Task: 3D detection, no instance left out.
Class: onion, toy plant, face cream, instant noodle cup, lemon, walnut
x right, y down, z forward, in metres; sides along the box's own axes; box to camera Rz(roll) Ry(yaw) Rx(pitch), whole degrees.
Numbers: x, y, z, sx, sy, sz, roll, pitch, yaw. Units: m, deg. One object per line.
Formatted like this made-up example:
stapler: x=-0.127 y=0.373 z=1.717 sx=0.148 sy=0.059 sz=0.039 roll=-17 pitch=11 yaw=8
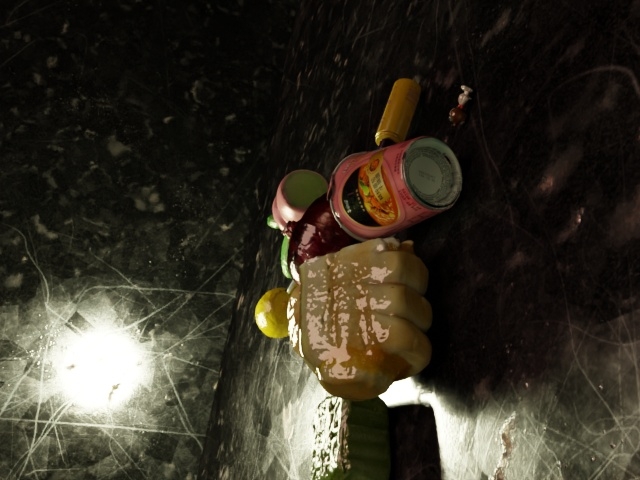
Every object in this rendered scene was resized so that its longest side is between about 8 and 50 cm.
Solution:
onion: x=0.000 y=0.000 z=1.698 sx=0.314 sy=0.232 sz=0.314 roll=25 pitch=-90 yaw=-89
toy plant: x=-0.077 y=-0.073 z=2.077 sx=0.356 sy=0.210 sz=0.317 roll=119 pitch=166 yaw=-61
face cream: x=0.194 y=-0.300 z=1.537 sx=0.078 sy=0.078 sz=0.274 roll=-38 pitch=29 yaw=63
instant noodle cup: x=0.178 y=-0.125 z=1.326 sx=0.255 sy=0.243 sz=0.244 roll=-18 pitch=58 yaw=60
lemon: x=-0.147 y=0.259 z=2.095 sx=0.193 sy=0.180 sz=0.181 roll=82 pitch=-161 yaw=-77
walnut: x=0.018 y=0.203 z=1.535 sx=0.225 sy=0.224 sz=0.261 roll=-94 pitch=23 yaw=-46

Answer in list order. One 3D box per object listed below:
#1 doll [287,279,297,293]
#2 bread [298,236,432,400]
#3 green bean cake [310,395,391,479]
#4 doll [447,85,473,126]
doll: x=-0.022 y=0.044 z=1.992 sx=0.316 sy=0.103 sz=0.146 roll=-60 pitch=27 yaw=24
bread: x=0.108 y=0.185 z=1.272 sx=0.300 sy=0.210 sz=0.342 roll=-23 pitch=52 yaw=28
green bean cake: x=0.064 y=0.459 z=1.328 sx=0.248 sy=0.124 sz=0.223 roll=128 pitch=152 yaw=-52
doll: x=0.317 y=-0.301 z=1.313 sx=0.058 sy=0.040 sz=0.085 roll=-83 pitch=15 yaw=-57
